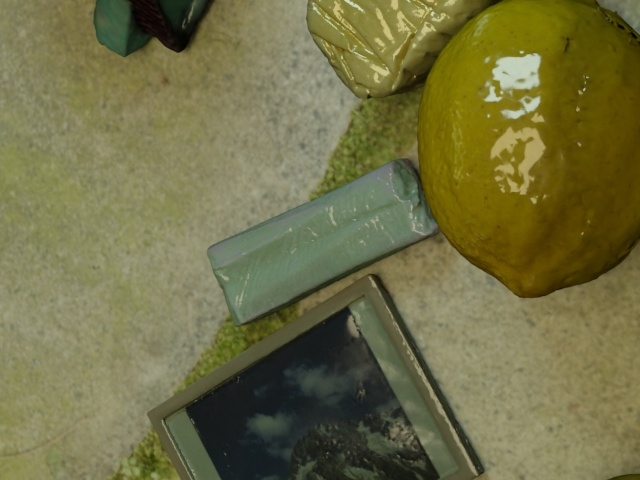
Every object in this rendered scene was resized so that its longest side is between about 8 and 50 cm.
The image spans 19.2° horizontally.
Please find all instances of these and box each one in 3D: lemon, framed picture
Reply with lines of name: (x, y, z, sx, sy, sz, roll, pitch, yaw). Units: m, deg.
lemon: (0.176, -0.080, 1.490, 0.204, 0.204, 0.260, 1, 77, 27)
framed picture: (-0.010, 0.181, 1.710, 0.281, 0.019, 0.209, -35, 79, 26)

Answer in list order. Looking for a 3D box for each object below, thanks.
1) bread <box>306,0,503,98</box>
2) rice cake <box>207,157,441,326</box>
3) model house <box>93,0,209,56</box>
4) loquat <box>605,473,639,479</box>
bread: (0.094, -0.228, 1.567, 0.140, 0.106, 0.236, 46, 113, 14)
rice cake: (0.001, 0.000, 1.674, 0.221, 0.042, 0.080, -26, 79, 28)
model house: (-0.232, -0.305, 1.685, 0.280, 0.230, 0.249, 37, 135, 21)
loquat: (0.260, 0.279, 1.513, 0.204, 0.149, 0.172, 47, 118, 0)
